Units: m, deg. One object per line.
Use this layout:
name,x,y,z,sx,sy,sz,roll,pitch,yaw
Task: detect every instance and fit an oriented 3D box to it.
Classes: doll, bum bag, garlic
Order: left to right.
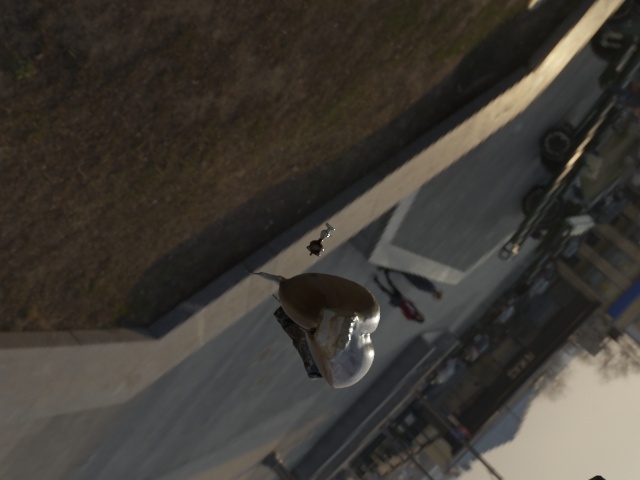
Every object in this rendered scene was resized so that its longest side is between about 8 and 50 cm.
bum bag,-0.039,0.282,2.261,0.102,0.248,0.069,-29,-172,-3
garlic,-0.001,0.203,1.836,0.245,0.340,0.231,-2,108,-40
doll,0.002,0.000,1.935,0.085,0.040,0.058,-46,-167,19

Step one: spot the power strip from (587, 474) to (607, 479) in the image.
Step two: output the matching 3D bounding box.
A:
power strip,0.592,0.649,1.743,0.224,0.139,0.140,-56,-178,43
